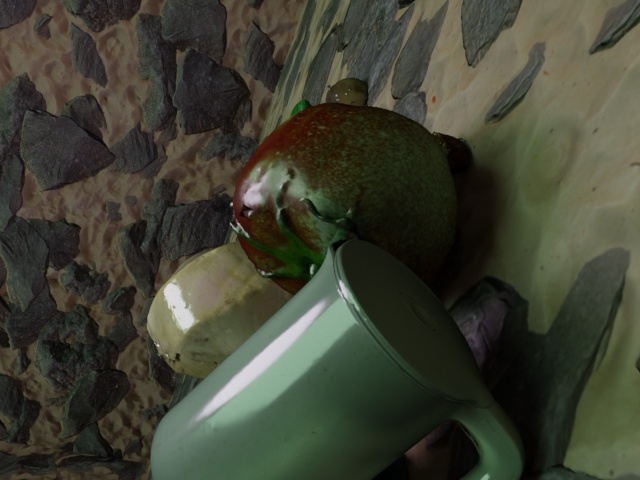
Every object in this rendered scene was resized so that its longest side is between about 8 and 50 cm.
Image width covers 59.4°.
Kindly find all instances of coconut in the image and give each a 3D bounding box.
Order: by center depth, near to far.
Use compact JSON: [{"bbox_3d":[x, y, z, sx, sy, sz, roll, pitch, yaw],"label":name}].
[{"bbox_3d":[-0.184,0.149,1.181,0.352,0.353,0.352,-164,90,-74],"label":"coconut"}]

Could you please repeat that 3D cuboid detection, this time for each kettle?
[{"bbox_3d":[0.003,0.193,0.582,0.318,0.205,0.265,-45,46,20],"label":"kettle"}]

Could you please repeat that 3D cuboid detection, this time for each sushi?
[{"bbox_3d":[0.173,-0.126,0.807,0.118,0.060,0.061,-142,64,-74],"label":"sushi"}]

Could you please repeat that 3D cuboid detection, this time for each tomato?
[{"bbox_3d":[0.038,-0.047,0.759,0.239,0.303,0.303,-62,9,-30],"label":"tomato"}]

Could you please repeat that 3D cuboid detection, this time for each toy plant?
[{"bbox_3d":[-0.059,-0.312,1.716,0.154,0.088,0.240,149,125,-84],"label":"toy plant"}]

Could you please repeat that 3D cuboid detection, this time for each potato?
[{"bbox_3d":[0.056,-0.346,1.350,0.172,0.089,0.100,-106,38,-64],"label":"potato"}]

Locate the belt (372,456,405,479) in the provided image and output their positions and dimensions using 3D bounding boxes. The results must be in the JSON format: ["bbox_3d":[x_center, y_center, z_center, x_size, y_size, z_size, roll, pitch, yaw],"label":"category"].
[{"bbox_3d":[0.015,0.313,0.776,0.218,0.128,0.122,-31,41,65],"label":"belt"}]
